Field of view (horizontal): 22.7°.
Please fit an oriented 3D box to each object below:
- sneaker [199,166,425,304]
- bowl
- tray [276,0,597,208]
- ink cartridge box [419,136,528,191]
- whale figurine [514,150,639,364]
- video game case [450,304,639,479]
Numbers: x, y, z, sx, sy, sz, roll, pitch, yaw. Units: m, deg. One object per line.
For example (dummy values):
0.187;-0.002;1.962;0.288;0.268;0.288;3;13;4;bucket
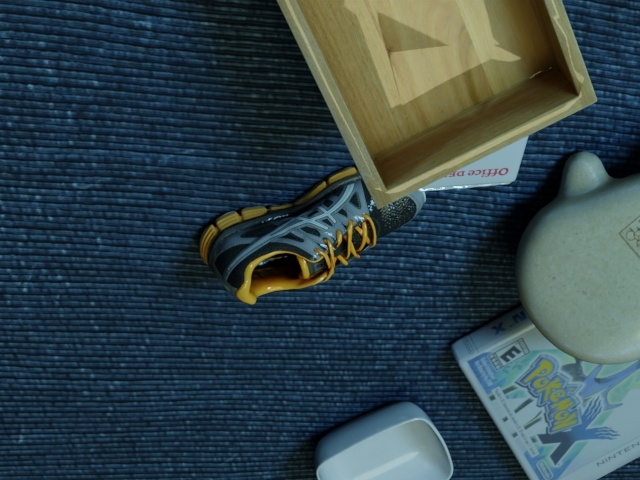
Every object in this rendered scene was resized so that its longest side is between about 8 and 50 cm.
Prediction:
0.000;0.000;1.468;0.214;0.083;0.084;-21;135;-5;sneaker
0.065;0.236;1.740;0.142;0.053;0.142;-25;135;1;bowl
0.053;-0.236;1.225;0.202;0.076;0.411;-26;125;2;tray
0.132;-0.123;1.420;0.109;0.063;0.150;-5;133;-18;ink cartridge box
0.319;-0.002;1.548;0.272;0.216;0.141;-45;168;18;whale figurine
0.331;0.142;1.777;0.300;0.036;0.329;-29;136;5;video game case
